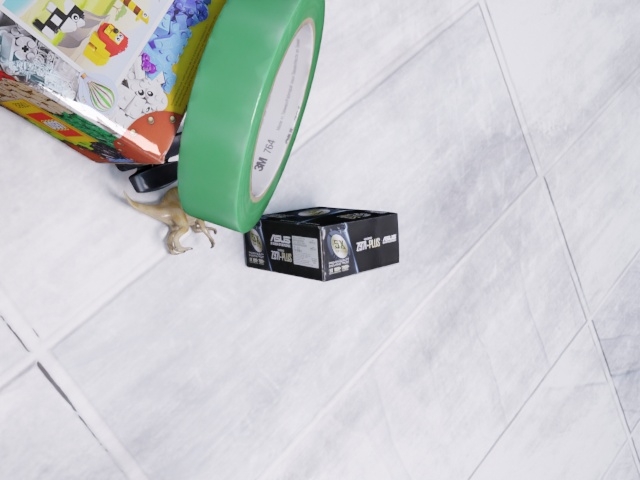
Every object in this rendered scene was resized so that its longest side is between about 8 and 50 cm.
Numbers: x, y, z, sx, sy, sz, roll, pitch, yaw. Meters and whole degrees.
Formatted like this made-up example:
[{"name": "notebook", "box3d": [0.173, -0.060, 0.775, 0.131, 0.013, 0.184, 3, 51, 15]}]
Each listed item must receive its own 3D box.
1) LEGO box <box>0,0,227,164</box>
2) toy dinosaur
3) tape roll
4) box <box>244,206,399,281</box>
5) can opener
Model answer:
[{"name": "LEGO box", "box3d": [-0.263, -0.387, 0.834, 0.373, 0.193, 0.499, 30, 76, -38]}, {"name": "toy dinosaur", "box3d": [-0.195, -0.029, 1.038, 0.183, 0.053, 0.092, -6, 84, -47]}, {"name": "tape roll", "box3d": [-0.080, -0.171, 0.958, 0.077, 0.321, 0.321, 18, 81, 4]}, {"name": "box", "box3d": [0.000, 0.000, 1.109, 0.147, 0.180, 0.077, -11, 102, -39]}, {"name": "can opener", "box3d": [-0.191, -0.124, 1.018, 0.186, 0.059, 0.073, -36, 123, -43]}]
